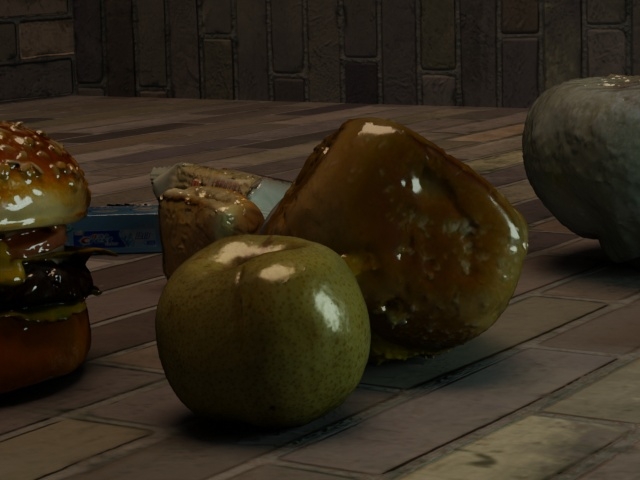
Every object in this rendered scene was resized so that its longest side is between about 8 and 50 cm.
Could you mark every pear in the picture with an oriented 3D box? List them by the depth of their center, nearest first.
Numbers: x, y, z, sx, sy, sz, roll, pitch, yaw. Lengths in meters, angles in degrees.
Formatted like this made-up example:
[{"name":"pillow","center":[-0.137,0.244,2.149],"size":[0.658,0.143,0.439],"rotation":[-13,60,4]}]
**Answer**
[{"name":"pear","center":[-0.041,0.068,1.317],"size":[0.167,0.137,0.167],"rotation":[-4,12,1]}]

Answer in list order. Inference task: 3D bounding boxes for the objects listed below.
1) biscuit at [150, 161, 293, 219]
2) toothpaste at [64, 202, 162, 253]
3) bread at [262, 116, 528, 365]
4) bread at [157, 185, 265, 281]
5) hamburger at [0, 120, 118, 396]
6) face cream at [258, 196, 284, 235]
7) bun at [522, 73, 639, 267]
[{"name":"biscuit","center":[-0.066,-0.037,2.098],"size":[0.186,0.079,0.309],"rotation":[9,1,-28]},{"name":"toothpaste","center":[-0.314,-0.010,2.106],"size":[0.272,0.053,0.066],"rotation":[-1,13,-3]},{"name":"bread","center":[0.053,0.012,1.501],"size":[0.195,0.176,0.246],"rotation":[31,-6,-5]},{"name":"bread","center":[-0.106,0.000,1.841],"size":[0.082,0.106,0.125],"rotation":[-10,15,-40]},{"name":"hamburger","center":[-0.317,0.007,1.467],"size":[0.291,0.225,0.291],"rotation":[0,7,0]},{"name":"face cream","center":[0.000,0.000,1.789],"size":[0.117,0.117,0.104],"rotation":[4,20,30]},{"name":"bun","center":[0.394,-0.079,1.918],"size":[0.362,0.211,0.362],"rotation":[-4,10,1]}]
